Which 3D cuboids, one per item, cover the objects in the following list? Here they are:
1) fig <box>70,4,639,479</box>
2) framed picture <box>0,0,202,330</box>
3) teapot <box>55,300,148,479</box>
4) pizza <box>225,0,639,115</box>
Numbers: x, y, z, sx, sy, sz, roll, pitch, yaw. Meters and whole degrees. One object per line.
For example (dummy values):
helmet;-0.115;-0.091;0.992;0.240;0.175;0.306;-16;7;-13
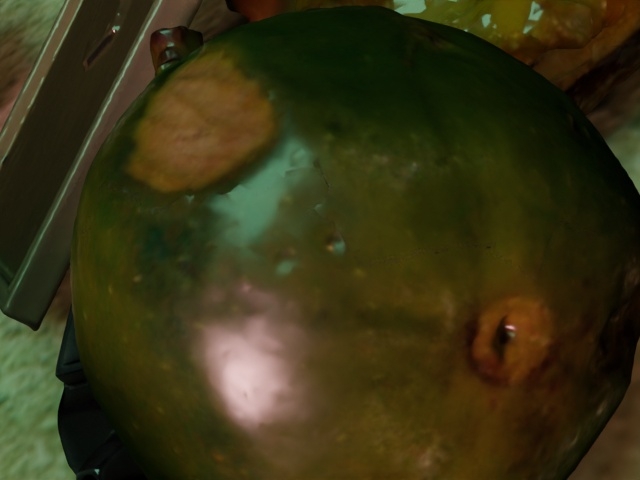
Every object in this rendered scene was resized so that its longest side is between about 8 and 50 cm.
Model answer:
fig;0.000;0.000;0.584;0.195;0.195;0.245;-42;37;-1
framed picture;-0.091;-0.121;0.776;0.315;0.024;0.232;-64;20;0
teapot;-0.066;0.038;0.671;0.087;0.096;0.177;-16;44;28
pizza;0.071;-0.146;0.727;0.409;0.114;0.277;1;48;47
